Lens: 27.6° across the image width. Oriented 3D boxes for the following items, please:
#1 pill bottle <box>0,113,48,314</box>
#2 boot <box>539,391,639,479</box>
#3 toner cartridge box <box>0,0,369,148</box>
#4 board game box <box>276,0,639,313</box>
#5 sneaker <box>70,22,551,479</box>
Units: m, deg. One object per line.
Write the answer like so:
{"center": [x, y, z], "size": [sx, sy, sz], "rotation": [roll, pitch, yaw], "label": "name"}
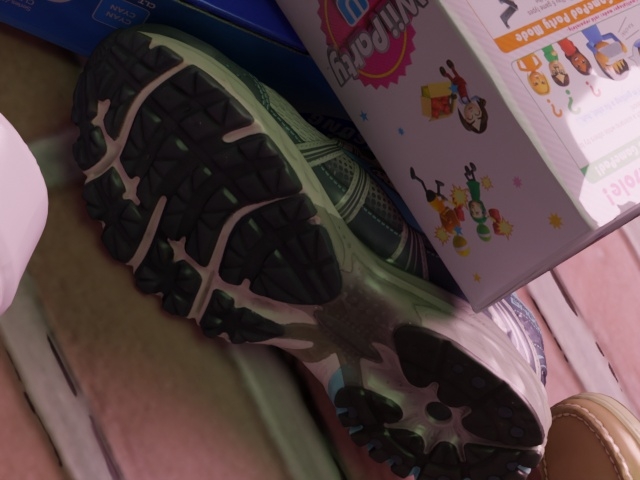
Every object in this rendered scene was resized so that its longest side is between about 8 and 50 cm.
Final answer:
{"center": [-0.202, 0.071, 0.404], "size": [0.161, 0.161, 0.283], "rotation": [32, 52, -17], "label": "pill bottle"}
{"center": [0.108, 0.181, 0.621], "size": [0.165, 0.077, 0.213], "rotation": [-2, 71, -33], "label": "boot"}
{"center": [-0.069, -0.163, 0.660], "size": [0.348, 0.075, 0.165], "rotation": [22, 57, -19], "label": "toner cartridge box"}
{"center": [0.086, -0.148, 0.636], "size": [0.224, 0.097, 0.303], "rotation": [-26, 79, -37], "label": "board game box"}
{"center": [0.000, 0.000, 0.640], "size": [0.283, 0.110, 0.122], "rotation": [45, 32, -11], "label": "sneaker"}
